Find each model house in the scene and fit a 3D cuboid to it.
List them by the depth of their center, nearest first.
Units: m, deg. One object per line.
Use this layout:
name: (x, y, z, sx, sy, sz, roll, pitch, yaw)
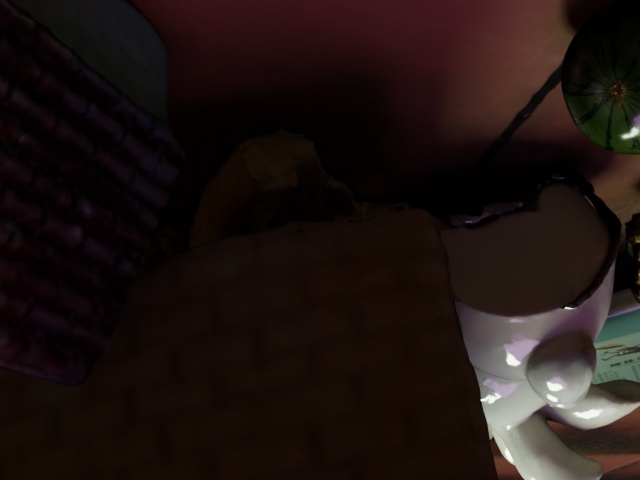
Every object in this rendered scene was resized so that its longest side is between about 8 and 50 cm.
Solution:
model house: (-0.223, -0.032, 0.508, 0.230, 0.249, 0.280, -14, 154, 21)
model house: (-0.037, 0.278, 0.670, 0.395, 0.400, 0.445, -16, 147, 1)

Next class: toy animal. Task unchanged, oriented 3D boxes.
toy animal: (0.183, 0.088, 0.880, 0.183, 0.247, 0.310, -41, 149, -22)

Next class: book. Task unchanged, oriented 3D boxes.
book: (0.381, 0.136, 1.129, 0.264, 0.031, 0.379, -18, 151, 15)

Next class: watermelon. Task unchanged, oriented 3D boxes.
watermelon: (0.206, -0.106, 0.611, 0.109, 0.109, 0.109, -4, 155, -2)

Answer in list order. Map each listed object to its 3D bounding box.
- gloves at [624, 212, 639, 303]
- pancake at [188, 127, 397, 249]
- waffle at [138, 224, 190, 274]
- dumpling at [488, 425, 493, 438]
gloves: (0.439, -0.013, 0.785, 0.356, 0.155, 0.203, -29, 150, 36)
pancake: (0.000, 0.000, 0.832, 0.244, 0.057, 0.266, -2, 148, -23)
waffle: (-0.163, 0.033, 0.911, 0.191, 0.038, 0.191, -5, 156, -2)
dumpling: (0.158, 0.190, 1.185, 0.258, 0.147, 0.193, -26, 143, 7)
